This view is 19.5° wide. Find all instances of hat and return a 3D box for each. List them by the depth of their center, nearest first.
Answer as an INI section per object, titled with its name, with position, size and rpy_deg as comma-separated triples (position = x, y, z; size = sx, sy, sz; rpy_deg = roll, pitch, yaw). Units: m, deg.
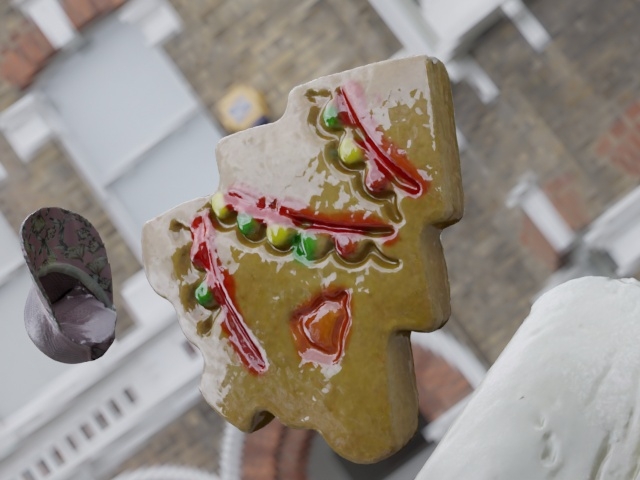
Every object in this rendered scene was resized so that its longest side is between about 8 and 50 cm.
[hat]
position = -0.144, 0.026, 1.013
size = 0.042, 0.087, 0.058
rpy_deg = -19, 11, 37

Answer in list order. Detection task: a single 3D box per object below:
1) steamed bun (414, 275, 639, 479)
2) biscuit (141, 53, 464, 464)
[steamed bun]
position = 0.193, 0.235, 1.323
size = 0.247, 0.236, 0.383
rpy_deg = 41, -102, -35
[biscuit]
position = 0.000, 0.000, 1.032
size = 0.041, 0.212, 0.238
rpy_deg = 3, -58, -54
